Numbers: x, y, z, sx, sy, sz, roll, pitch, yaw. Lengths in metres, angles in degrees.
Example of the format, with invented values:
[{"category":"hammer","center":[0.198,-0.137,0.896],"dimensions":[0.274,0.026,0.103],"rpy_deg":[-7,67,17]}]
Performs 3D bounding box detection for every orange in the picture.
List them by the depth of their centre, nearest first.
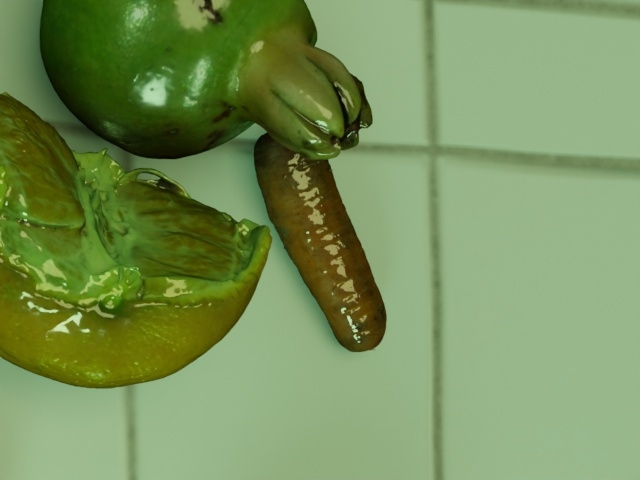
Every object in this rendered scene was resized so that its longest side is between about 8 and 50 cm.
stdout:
[{"category":"orange","center":[-0.165,0.015,1.330],"dimensions":[0.237,0.179,0.158],"rpy_deg":[22,108,-22]}]

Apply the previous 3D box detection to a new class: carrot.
[{"category":"carrot","center":[0.000,0.000,1.476],"dimensions":[0.060,0.060,0.186],"rpy_deg":[-26,99,-25]}]

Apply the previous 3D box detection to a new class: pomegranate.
[{"category":"pomegranate","center":[-0.091,-0.124,1.376],"dimensions":[0.241,0.190,0.159],"rpy_deg":[38,79,-9]}]
